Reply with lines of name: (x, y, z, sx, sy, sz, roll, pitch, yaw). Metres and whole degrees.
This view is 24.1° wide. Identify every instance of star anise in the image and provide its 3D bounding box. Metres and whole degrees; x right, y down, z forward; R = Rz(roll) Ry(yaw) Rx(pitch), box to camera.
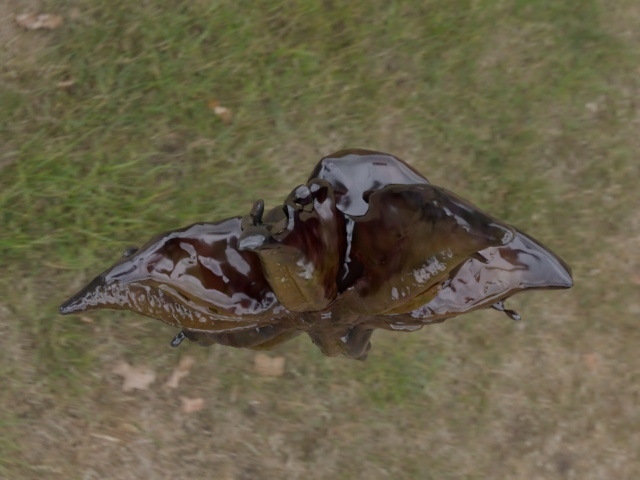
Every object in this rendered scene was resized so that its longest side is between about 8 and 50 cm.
star anise: (0.000, 0.000, 0.768, 0.272, 0.272, 0.102, 4, 73, -25)
